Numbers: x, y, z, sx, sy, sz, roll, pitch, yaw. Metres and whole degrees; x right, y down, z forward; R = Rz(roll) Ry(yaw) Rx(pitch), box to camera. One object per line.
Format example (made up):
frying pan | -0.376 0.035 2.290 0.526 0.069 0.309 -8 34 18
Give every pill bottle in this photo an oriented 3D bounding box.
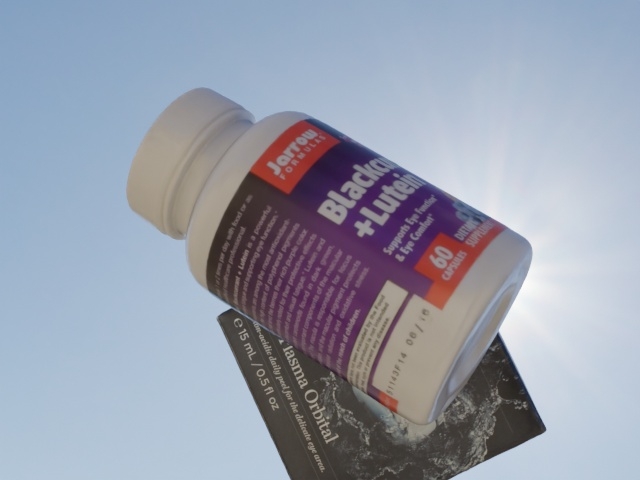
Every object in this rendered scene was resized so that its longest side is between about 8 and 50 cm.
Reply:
pill bottle | 0.000 0.000 0.550 0.193 0.108 0.108 31 -27 16

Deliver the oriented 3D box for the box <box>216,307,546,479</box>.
box | 0.040 0.085 0.699 0.158 0.156 0.093 -27 -10 4
